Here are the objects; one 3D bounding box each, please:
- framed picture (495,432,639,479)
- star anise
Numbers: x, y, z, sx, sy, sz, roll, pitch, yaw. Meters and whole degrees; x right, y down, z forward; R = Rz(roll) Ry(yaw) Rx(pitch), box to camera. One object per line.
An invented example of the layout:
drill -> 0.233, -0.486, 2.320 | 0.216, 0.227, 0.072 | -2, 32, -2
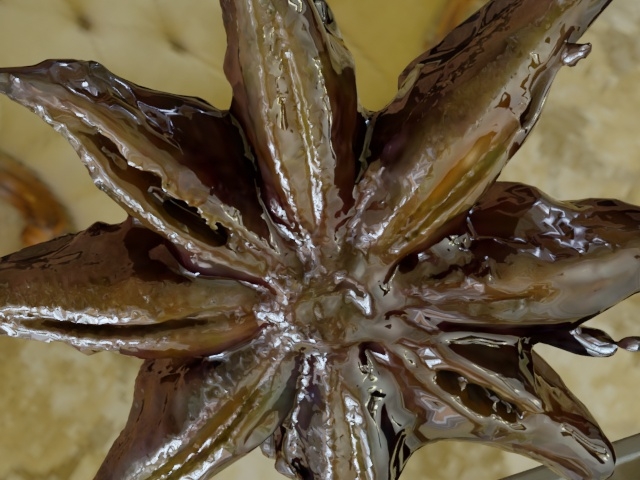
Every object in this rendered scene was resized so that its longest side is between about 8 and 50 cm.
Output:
framed picture -> 0.219, 0.232, 1.015 | 0.192, 0.265, 0.018 | -23, 155, 15
star anise -> 0.000, 0.000, 0.590 | 0.102, 0.272, 0.272 | -99, -152, -63
